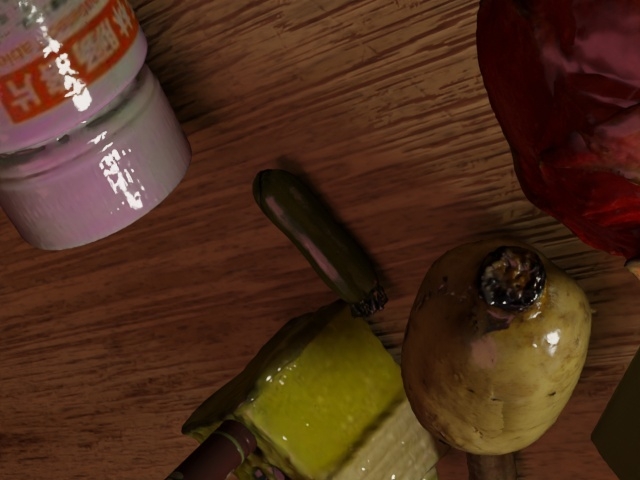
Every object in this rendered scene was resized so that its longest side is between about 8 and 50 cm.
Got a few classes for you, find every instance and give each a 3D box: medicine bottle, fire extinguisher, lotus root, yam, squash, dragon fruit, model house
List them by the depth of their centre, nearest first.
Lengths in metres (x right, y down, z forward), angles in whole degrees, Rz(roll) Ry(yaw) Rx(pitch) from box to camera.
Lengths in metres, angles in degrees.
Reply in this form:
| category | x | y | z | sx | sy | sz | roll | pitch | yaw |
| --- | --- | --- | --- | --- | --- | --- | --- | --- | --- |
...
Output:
| category | x | y | z | sx | sy | sz | roll | pitch | yaw |
| --- | --- | --- | --- | --- | --- | --- | --- | --- | --- |
| dragon fruit | 0.230 | -0.124 | 1.065 | 0.277 | 0.277 | 0.342 | -11 | 111 | 55 |
| lotus root | 0.155 | 0.090 | 1.541 | 0.160 | 0.146 | 0.284 | 17 | 151 | 7 |
| medicine bottle | -0.289 | -0.197 | 1.643 | 0.219 | 0.219 | 0.388 | 8 | 132 | 46 |
| fire extinguisher | -0.126 | 0.234 | 1.661 | 0.064 | 0.158 | 0.043 | 7 | 128 | 43 |
| squash | 0.000 | 0.000 | 1.705 | 0.183 | 0.052 | 0.052 | 49 | 149 | -10 |
| model house | 0.016 | 0.202 | 1.795 | 0.234 | 0.193 | 0.175 | 47 | 147 | -3 |
| yam | 0.180 | 0.268 | 1.819 | 0.057 | 0.057 | 0.241 | 26 | 146 | 29 |

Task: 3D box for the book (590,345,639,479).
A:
| category | x | y | z | sx | sy | sz | roll | pitch | yaw |
| --- | --- | --- | --- | --- | --- | --- | --- | --- | --- |
| book | 0.347 | 0.168 | 1.450 | 0.239 | 0.035 | 0.352 | 52 | 154 | 24 |
